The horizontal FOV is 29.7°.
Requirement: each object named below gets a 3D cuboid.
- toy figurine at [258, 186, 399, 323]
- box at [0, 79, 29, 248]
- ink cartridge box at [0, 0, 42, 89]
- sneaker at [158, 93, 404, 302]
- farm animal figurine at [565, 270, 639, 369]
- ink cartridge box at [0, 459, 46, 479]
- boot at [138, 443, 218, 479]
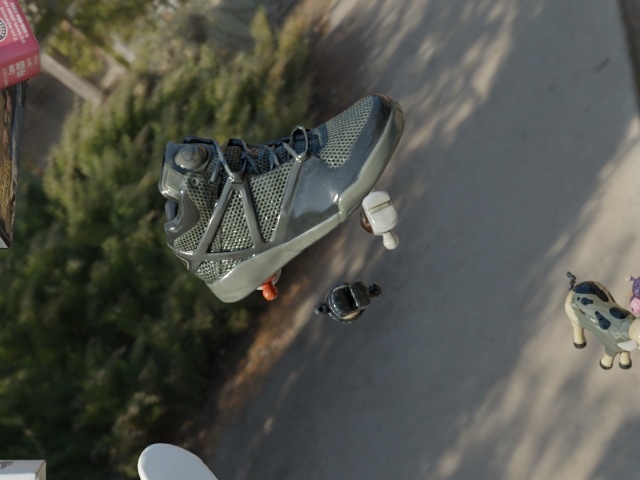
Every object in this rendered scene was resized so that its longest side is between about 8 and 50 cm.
[{"bbox_3d":[0.000,0.000,1.704,0.148,0.213,0.210,97,-167,-84],"label":"toy figurine"},{"bbox_3d":[-0.478,-0.180,1.642,0.293,0.073,0.296,85,-176,-63],"label":"box"},{"bbox_3d":[-0.392,-0.196,1.128,0.217,0.159,0.092,-25,-1,-13],"label":"ink cartridge box"},{"bbox_3d":[-0.043,-0.056,0.978,0.227,0.130,0.087,-38,29,22],"label":"sneaker"},{"bbox_3d":[0.496,0.142,1.555,0.330,0.172,0.327,-6,53,4],"label":"farm animal figurine"},{"bbox_3d":[-0.589,0.467,2.103,0.093,0.212,0.154,-112,22,-84],"label":"ink cartridge box"},{"bbox_3d":[-0.130,0.309,1.363,0.069,0.190,0.086,-47,-13,-35],"label":"boot"}]
